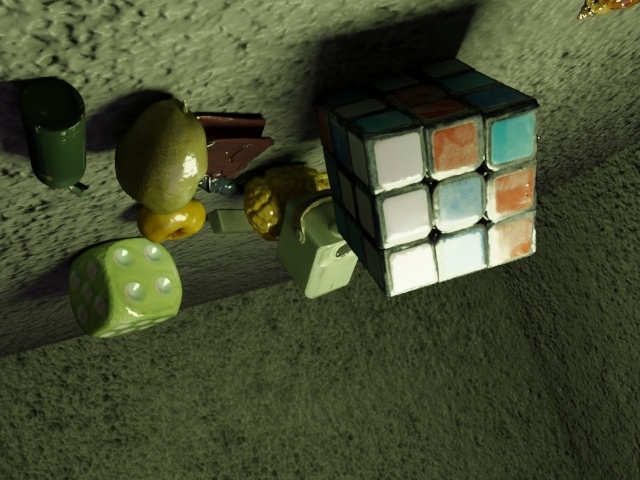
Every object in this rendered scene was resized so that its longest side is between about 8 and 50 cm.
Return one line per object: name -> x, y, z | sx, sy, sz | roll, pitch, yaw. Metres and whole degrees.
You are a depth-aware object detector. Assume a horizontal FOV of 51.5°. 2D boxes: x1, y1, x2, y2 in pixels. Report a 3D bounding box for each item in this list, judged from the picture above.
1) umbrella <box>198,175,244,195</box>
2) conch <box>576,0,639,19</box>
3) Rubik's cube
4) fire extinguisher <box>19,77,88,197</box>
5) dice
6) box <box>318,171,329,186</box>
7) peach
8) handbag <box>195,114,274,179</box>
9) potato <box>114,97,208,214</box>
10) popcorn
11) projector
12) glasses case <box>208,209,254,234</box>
umbrella -> -0.253, -0.139, 1.664 | 0.071, 0.071, 0.248 | -20, 170, 9
conch -> 0.610, -0.501, 1.285 | 0.233, 0.080, 0.086 | -22, 176, 13
Rubik's cube -> 0.213, -0.138, 1.381 | 0.359, 0.362, 0.363 | -13, -149, -9
fire extinguisher -> -0.450, -0.158, 1.148 | 0.095, 0.114, 0.311 | -63, -170, -24
dice -> -0.591, 0.144, 2.002 | 0.254, 0.249, 0.252 | -27, 166, 39
box -> -0.012, -0.177, 1.980 | 0.133, 0.023, 0.090 | -8, 166, -43
peach -> -0.392, -0.056, 1.745 | 0.179, 0.103, 0.179 | -18, 166, -5
handbag -> -0.231, -0.194, 1.420 | 0.203, 0.074, 0.216 | -8, 167, -42
potato -> -0.294, -0.160, 1.237 | 0.251, 0.174, 0.159 | -53, -174, 38
popcorn -> -0.098, -0.102, 1.786 | 0.250, 0.190, 0.250 | -13, 166, -3
projector -> 0.000, 0.000, 1.674 | 0.163, 0.177, 0.242 | -19, 144, -32
glasses case -> -0.254, -0.057, 2.048 | 0.047, 0.071, 0.205 | -22, 170, 34
